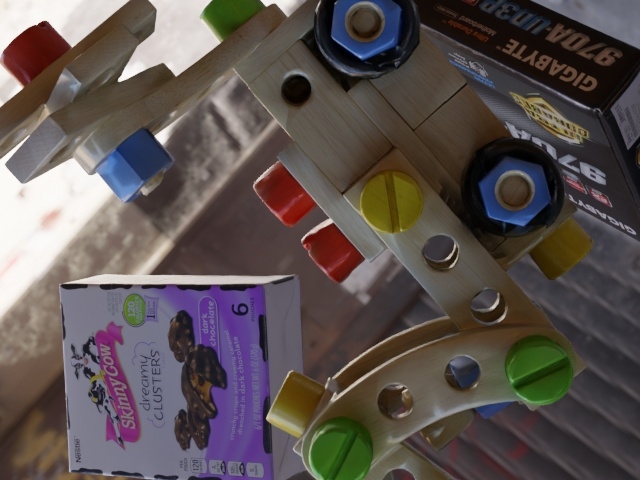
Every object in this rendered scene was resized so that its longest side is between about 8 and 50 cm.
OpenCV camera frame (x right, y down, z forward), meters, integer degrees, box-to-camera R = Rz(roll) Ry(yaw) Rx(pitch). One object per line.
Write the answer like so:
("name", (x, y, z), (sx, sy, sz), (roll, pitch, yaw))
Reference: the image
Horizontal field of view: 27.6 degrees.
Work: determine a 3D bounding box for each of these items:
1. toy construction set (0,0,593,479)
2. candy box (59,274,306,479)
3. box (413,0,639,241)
("toy construction set", (0.000, 0.000, 0.619), (0.328, 0.215, 0.151), (47, -173, -15))
("candy box", (-0.115, 0.113, 1.082), (0.196, 0.165, 0.070), (-1, -175, 25))
("box", (0.137, -0.098, 0.874), (0.220, 0.051, 0.175), (34, 170, 37))
